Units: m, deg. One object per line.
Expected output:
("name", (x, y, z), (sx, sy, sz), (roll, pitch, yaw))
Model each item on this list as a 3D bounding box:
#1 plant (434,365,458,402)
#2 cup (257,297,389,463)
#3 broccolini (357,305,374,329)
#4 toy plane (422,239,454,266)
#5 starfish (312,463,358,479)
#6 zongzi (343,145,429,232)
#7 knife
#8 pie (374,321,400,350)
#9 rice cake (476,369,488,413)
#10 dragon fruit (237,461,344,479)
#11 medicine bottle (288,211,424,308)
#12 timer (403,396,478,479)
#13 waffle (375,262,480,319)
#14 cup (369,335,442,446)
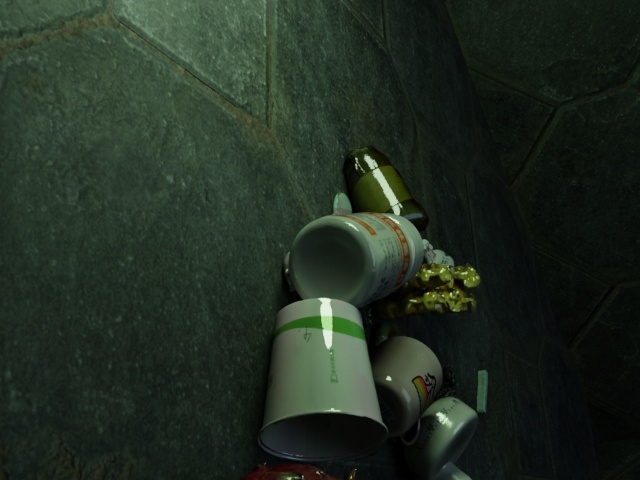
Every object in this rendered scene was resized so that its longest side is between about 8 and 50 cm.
("plant", (0.389, 0.470, 2.132), (0.085, 0.087, 0.174), (83, 8, -72))
("cup", (-0.002, 0.277, 1.389), (0.253, 0.253, 0.274), (42, 34, -44))
("broccolini", (0.098, 0.129, 1.792), (0.074, 0.058, 0.201), (35, 48, -59))
("toy plane", (0.365, 0.117, 2.210), (0.252, 0.118, 0.252), (39, 43, -50))
("starfish", (0.008, 0.569, 1.408), (0.293, 0.084, 0.302), (48, 43, -42))
("zongzi", (0.157, -0.080, 1.972), (0.318, 0.154, 0.289), (102, -34, -59))
("knife", (-0.001, 0.000, 1.700), (0.398, 0.038, 0.132), (-46, 122, -56))
("pie", (0.195, 0.310, 1.891), (0.187, 0.041, 0.187), (42, 42, -52))
("rice cake", (0.574, 0.536, 2.461), (0.029, 0.033, 0.171), (48, 39, -34))
("dragon fruit", (-0.057, 0.511, 1.101), (0.329, 0.329, 0.329), (34, 49, -50))
("medicine bottle", (0.096, 0.039, 1.609), (0.371, 0.211, 0.211), (-10, 86, -64))
("timer", (0.336, 0.542, 1.833), (0.233, 0.240, 0.234), (-37, 146, -31))
("waffle", (0.285, 0.139, 1.908), (0.324, 0.261, 0.151), (9, 77, -56))
("cup", (0.183, 0.391, 1.695), (0.200, 0.191, 0.253), (-35, 115, -57))
